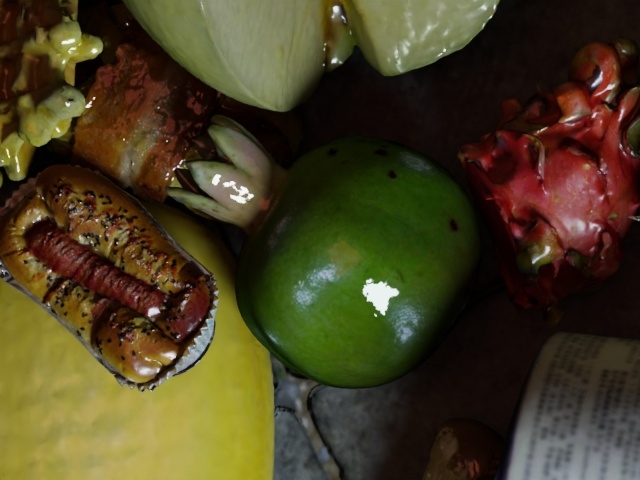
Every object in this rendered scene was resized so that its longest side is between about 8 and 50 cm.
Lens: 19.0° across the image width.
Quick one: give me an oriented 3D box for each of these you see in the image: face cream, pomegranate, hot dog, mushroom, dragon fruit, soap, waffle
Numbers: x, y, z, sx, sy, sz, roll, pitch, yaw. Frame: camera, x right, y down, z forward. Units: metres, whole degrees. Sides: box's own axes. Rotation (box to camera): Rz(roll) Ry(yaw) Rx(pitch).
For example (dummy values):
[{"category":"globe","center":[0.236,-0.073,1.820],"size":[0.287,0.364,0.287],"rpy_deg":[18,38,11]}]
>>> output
[{"category":"face cream","center":[0.237,0.188,1.244],"size":[0.225,0.249,0.249],"rpy_deg":[8,89,18]},{"category":"pomegranate","center":[0.001,-0.002,1.339],"size":[0.225,0.187,0.187],"rpy_deg":[32,95,-10]},{"category":"hot dog","center":[-0.153,0.022,1.368],"size":[0.191,0.059,0.108],"rpy_deg":[40,85,20]},{"category":"mushroom","center":[0.084,0.232,1.377],"size":[0.084,0.071,0.209],"rpy_deg":[24,96,-14]},{"category":"dragon fruit","center":[0.169,-0.047,1.334],"size":[0.150,0.133,0.207],"rpy_deg":[23,96,-25]},{"category":"hot dog","center":[-0.117,-0.099,1.427],"size":[0.213,0.103,0.146],"rpy_deg":[19,71,13]},{"category":"soap","center":[-0.182,0.174,1.424],"size":[0.306,0.115,0.427],"rpy_deg":[-3,79,18]},{"category":"waffle","center":[-0.250,-0.181,1.438],"size":[0.281,0.058,0.301],"rpy_deg":[-39,57,36]}]

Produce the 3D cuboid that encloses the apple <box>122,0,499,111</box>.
[{"category":"apple","center":[-0.021,-0.245,1.337],"size":[0.295,0.258,0.233],"rpy_deg":[-28,41,-14]}]

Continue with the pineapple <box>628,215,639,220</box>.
[{"category":"pineapple","center":[0.315,-0.059,1.269],"size":[0.225,0.225,0.076],"rpy_deg":[-19,65,13]}]
